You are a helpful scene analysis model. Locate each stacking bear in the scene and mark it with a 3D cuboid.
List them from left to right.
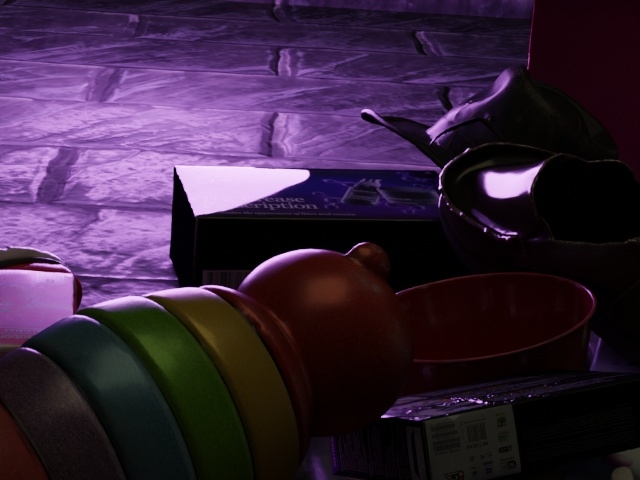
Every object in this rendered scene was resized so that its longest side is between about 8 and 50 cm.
[{"bbox_3d":[-0.075,0.093,0.945,0.289,0.175,0.164,-25,24,-29],"label":"stacking bear"}]

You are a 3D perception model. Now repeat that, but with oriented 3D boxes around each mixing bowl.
[{"bbox_3d":[0.117,0.098,1.232,0.181,0.098,0.181,-9,16,3],"label":"mixing bowl"}]

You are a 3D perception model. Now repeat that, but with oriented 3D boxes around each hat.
[{"bbox_3d":[0.203,-0.100,1.702,0.331,0.134,0.331,29,9,-5],"label":"hat"}]

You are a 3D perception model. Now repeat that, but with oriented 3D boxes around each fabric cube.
[{"bbox_3d":[0.394,-0.181,1.986,0.259,0.254,0.258,10,17,18],"label":"fabric cube"}]

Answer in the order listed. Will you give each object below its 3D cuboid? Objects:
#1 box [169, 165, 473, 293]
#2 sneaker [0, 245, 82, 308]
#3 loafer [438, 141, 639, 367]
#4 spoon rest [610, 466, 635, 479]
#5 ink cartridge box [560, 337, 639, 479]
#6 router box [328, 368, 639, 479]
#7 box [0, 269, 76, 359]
[{"bbox_3d":[0.000,0.000,1.563,0.261,0.103,0.184,0,14,-12],"label":"box"},{"bbox_3d":[-0.260,0.091,1.252,0.118,0.107,0.279,31,29,19],"label":"sneaker"},{"bbox_3d":[0.208,-0.023,1.338,0.134,0.130,0.366,-30,29,-18],"label":"loafer"},{"bbox_3d":[0.052,0.194,0.996,0.276,0.084,0.137,-8,14,8],"label":"spoon rest"},{"bbox_3d":[0.345,0.152,1.189,0.330,0.071,0.324,6,16,12],"label":"ink cartridge box"},{"bbox_3d":[0.112,0.115,1.056,0.179,0.046,0.133,-8,1,-25],"label":"router box"},{"bbox_3d":[-0.303,0.108,1.044,0.300,0.154,0.142,2,17,-9],"label":"box"}]
